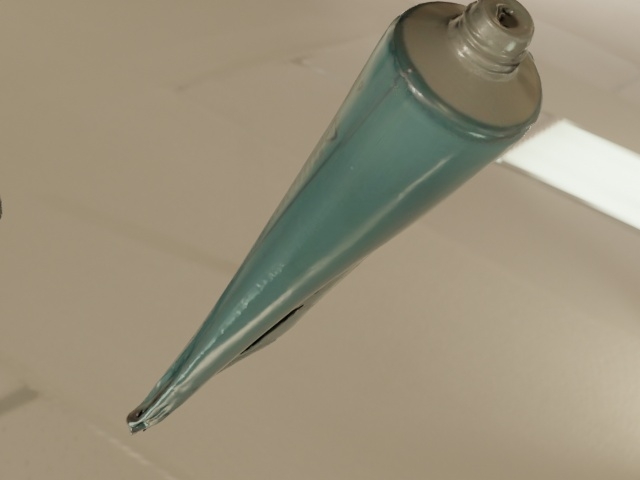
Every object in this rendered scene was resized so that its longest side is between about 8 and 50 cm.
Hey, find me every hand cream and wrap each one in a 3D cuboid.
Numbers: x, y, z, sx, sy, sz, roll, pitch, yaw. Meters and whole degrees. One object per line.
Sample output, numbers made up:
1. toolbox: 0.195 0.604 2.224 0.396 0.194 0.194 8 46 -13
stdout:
1. hand cream: 0.000 0.000 0.396 0.083 0.224 0.048 -33 -102 -41

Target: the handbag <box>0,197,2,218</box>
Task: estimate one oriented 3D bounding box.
1. handbag: -0.354 -0.022 0.852 0.244 0.088 0.275 -34 -149 -7
